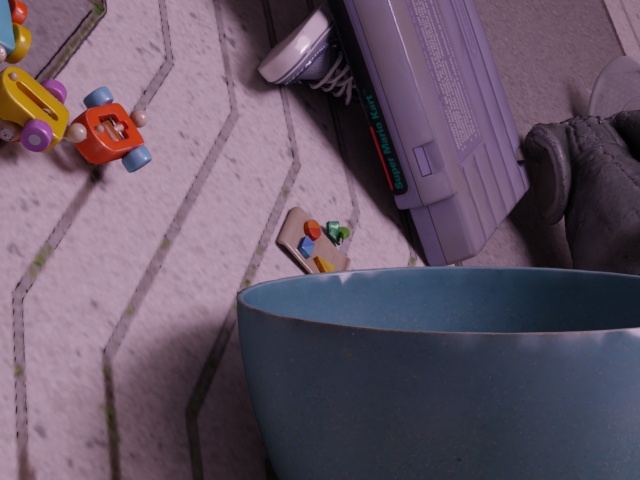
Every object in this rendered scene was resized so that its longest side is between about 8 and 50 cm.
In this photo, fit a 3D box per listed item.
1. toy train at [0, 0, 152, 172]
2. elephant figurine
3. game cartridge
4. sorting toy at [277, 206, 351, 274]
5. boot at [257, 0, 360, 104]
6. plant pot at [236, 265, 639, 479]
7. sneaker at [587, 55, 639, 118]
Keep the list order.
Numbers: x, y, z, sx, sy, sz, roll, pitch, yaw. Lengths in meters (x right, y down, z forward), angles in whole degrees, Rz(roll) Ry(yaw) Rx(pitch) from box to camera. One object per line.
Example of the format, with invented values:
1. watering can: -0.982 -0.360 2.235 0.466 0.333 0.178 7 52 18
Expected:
1. toy train: -0.183 -0.102 1.041 0.166 0.046 0.125 55 26 -1
2. elephant figurine: 0.259 -0.056 1.541 0.169 0.186 0.239 9 54 -46
3. game cartridge: 0.082 -0.175 1.405 0.230 0.068 0.355 -39 112 -59
4. sorting toy: 0.000 0.000 1.231 0.062 0.012 0.083 45 28 -13
5. boot: 0.012 -0.149 1.366 0.086 0.069 0.190 48 26 -7
6. plant pot: 0.094 0.128 0.991 0.290 0.290 0.195 -9 101 -60
7. sneaker: 0.392 -0.062 1.820 0.147 0.104 0.296 17 49 -51
